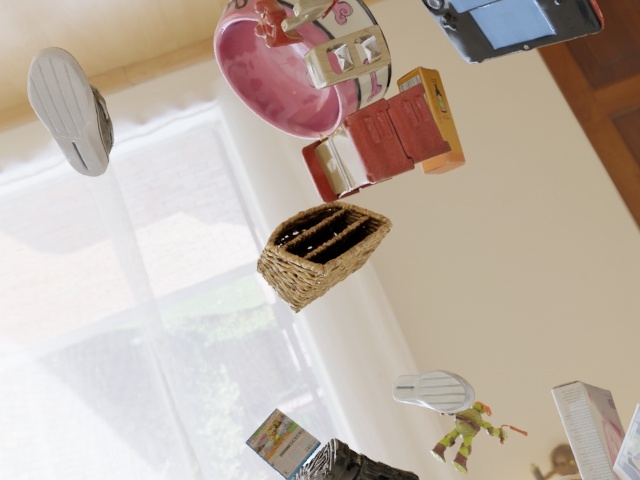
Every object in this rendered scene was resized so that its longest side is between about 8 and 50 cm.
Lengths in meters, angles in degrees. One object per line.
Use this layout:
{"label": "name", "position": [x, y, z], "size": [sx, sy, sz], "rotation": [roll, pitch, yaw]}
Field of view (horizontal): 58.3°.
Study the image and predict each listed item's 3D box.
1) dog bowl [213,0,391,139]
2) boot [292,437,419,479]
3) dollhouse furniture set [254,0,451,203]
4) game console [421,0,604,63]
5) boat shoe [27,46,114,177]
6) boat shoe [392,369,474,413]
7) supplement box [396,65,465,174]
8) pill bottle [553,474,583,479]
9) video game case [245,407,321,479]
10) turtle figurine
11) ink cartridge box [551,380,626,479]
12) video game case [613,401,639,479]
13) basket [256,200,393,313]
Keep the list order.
{"label": "dog bowl", "position": [-0.057, -0.393, 1.266], "size": [0.150, 0.408, 0.408], "rotation": [-57, 180, -25]}
{"label": "boot", "position": [0.062, 0.666, 1.456], "size": [0.348, 0.260, 0.131], "rotation": [-50, -162, 30]}
{"label": "dollhouse furniture set", "position": [0.031, -0.262, 0.924], "size": [0.152, 0.374, 0.201], "rotation": [-26, -175, -23]}
{"label": "game console", "position": [0.415, -0.574, 1.341], "size": [0.386, 0.342, 0.060], "rotation": [5, -124, 54]}
{"label": "boat shoe", "position": [-0.515, -0.280, 1.207], "size": [0.121, 0.119, 0.335], "rotation": [8, 146, -3]}
{"label": "boat shoe", "position": [0.318, 0.409, 1.565], "size": [0.094, 0.109, 0.302], "rotation": [16, 165, -27]}
{"label": "supplement box", "position": [0.251, -0.271, 1.304], "size": [0.078, 0.233, 0.080], "rotation": [-6, 171, -45]}
{"label": "pill bottle", "position": [0.721, 0.796, 1.549], "size": [0.162, 0.162, 0.278], "rotation": [-27, -151, 14]}
{"label": "video game case", "position": [-0.094, 0.503, 1.424], "size": [0.119, 0.166, 0.015], "rotation": [-45, 135, -23]}
{"label": "turtle figurine", "position": [0.421, 0.535, 1.609], "size": [0.217, 0.269, 0.087], "rotation": [-51, 148, -27]}
{"label": "ink cartridge box", "position": [0.589, 0.461, 1.158], "size": [0.071, 0.330, 0.324], "rotation": [-26, 152, 27]}
{"label": "video game case", "position": [0.536, 0.369, 0.869], "size": [0.023, 0.183, 0.201], "rotation": [-20, 130, -13]}
{"label": "basket", "position": [0.000, 0.000, 1.487], "size": [0.299, 0.213, 0.223], "rotation": [-32, 164, -37]}
